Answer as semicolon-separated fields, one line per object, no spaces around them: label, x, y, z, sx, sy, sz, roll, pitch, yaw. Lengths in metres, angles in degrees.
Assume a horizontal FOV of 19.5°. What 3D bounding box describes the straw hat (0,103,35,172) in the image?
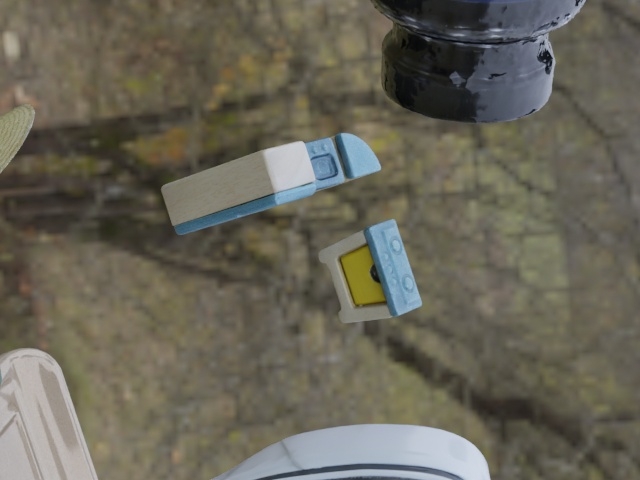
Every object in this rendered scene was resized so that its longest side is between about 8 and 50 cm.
straw hat;-0.309;-0.078;1.554;0.061;0.144;0.144;42;34;-24

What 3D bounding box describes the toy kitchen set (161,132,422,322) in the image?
toy kitchen set;0.000;0.000;1.552;0.207;0.122;0.166;-18;91;-49

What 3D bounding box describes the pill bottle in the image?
pill bottle;0.083;-0.178;0.959;0.123;0.123;0.219;-70;165;-60

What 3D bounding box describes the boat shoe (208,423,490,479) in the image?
boat shoe;-0.049;0.216;1.177;0.119;0.335;0.121;-92;160;-50

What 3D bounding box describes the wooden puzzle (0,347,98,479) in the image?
wooden puzzle;-0.234;0.276;1.309;0.348;0.080;0.322;-51;125;-70
